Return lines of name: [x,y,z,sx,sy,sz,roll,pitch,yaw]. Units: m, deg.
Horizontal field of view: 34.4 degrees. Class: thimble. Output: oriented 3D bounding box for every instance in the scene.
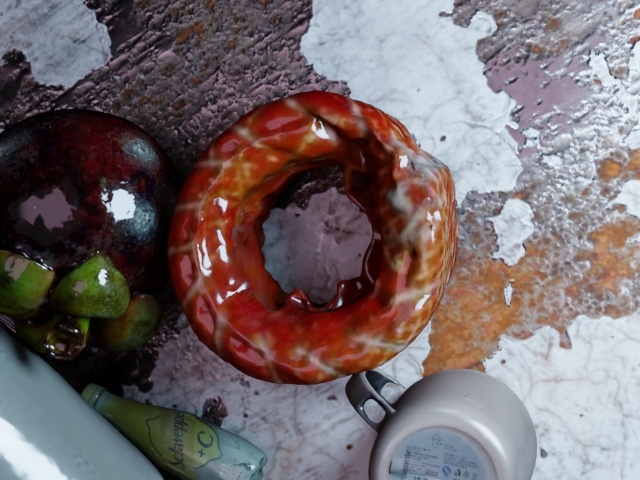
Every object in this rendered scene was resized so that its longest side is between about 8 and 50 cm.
thimble: [0.000,0.000,1.247,0.350,0.230,0.350,1,93,14]

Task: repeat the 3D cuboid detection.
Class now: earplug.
earplug: [-0.365,0.345,1.283,0.312,0.312,0.394,-42,102,12]

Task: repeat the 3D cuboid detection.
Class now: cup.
cup: [0.132,0.242,1.233,0.253,0.200,0.191,40,100,11]

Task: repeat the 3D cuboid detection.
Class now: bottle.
bottle: [-0.203,0.262,1.378,0.269,0.083,0.083,22,97,13]

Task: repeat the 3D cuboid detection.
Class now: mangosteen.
mangosteen: [-0.301,-0.014,1.276,0.300,0.300,0.300,0,92,14]

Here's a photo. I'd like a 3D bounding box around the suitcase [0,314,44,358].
suitcase: [-0.440,0.132,1.449,0.126,0.059,0.086,36,100,9]
